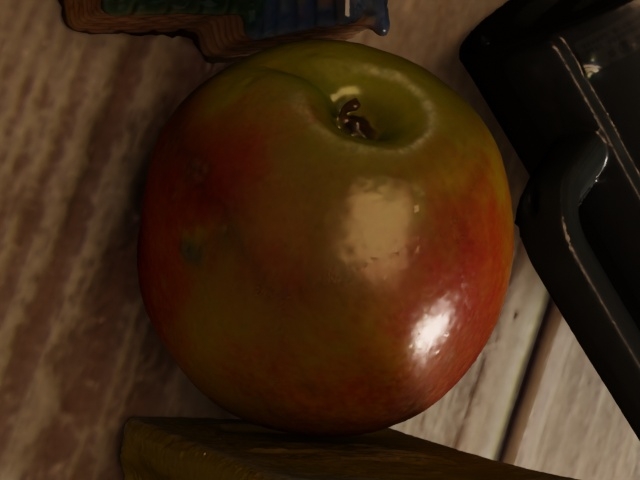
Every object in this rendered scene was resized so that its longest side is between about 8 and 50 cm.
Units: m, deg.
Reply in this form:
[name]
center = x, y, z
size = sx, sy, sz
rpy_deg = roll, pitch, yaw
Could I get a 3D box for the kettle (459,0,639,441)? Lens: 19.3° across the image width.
[kettle]
center = 0.244, -0.029, 1.190
size = 0.203, 0.262, 0.308
rpy_deg = -25, 104, 14

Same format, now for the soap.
[soap]
center = 0.012, 0.159, 1.059
size = 0.199, 0.315, 0.091
rpy_deg = 3, 89, -20

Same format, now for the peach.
[peach]
center = 0.000, 0.000, 1.096
size = 0.231, 0.231, 0.231
rpy_deg = 0, 90, -22

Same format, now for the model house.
[model house]
center = -0.052, -0.191, 1.109
size = 0.183, 0.172, 0.166
rpy_deg = -5, 93, -21
